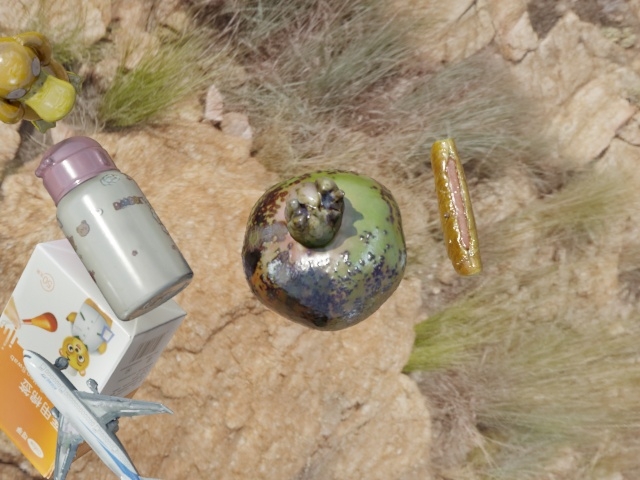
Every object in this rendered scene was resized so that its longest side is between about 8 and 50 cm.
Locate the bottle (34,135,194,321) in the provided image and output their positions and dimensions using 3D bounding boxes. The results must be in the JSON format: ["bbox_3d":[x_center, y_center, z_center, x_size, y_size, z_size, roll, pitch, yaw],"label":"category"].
[{"bbox_3d":[-0.262,-0.022,0.791,0.110,0.110,0.233,-32,85,-17],"label":"bottle"}]

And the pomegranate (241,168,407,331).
[{"bbox_3d":[0.000,0.000,1.007,0.285,0.340,0.284,-3,71,8],"label":"pomegranate"}]

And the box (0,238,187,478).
[{"bbox_3d":[-0.411,0.188,1.049,0.225,0.143,0.341,41,111,13],"label":"box"}]

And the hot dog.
[{"bbox_3d":[0.263,-0.066,1.246,0.061,0.088,0.285,-8,74,-1],"label":"hot dog"}]

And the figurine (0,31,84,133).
[{"bbox_3d":[-0.632,-0.342,1.374,0.215,0.228,0.215,-5,103,-21],"label":"figurine"}]

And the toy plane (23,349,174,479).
[{"bbox_3d":[-0.264,0.214,0.727,0.226,0.058,0.226,-37,84,26],"label":"toy plane"}]
